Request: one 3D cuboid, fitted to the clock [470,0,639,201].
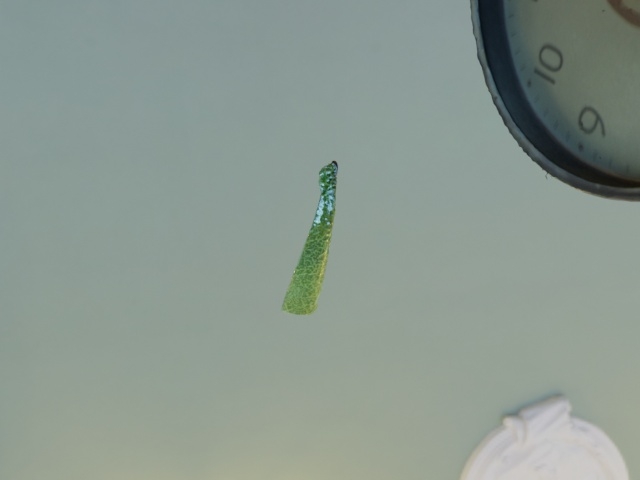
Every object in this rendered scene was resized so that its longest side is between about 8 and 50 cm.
[{"bbox_3d":[0.211,-0.180,0.447,0.067,0.325,0.325,-6,-172,-25],"label":"clock"}]

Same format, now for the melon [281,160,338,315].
[{"bbox_3d":[-0.001,-0.001,1.075,0.053,0.261,0.114,20,-141,6],"label":"melon"}]
